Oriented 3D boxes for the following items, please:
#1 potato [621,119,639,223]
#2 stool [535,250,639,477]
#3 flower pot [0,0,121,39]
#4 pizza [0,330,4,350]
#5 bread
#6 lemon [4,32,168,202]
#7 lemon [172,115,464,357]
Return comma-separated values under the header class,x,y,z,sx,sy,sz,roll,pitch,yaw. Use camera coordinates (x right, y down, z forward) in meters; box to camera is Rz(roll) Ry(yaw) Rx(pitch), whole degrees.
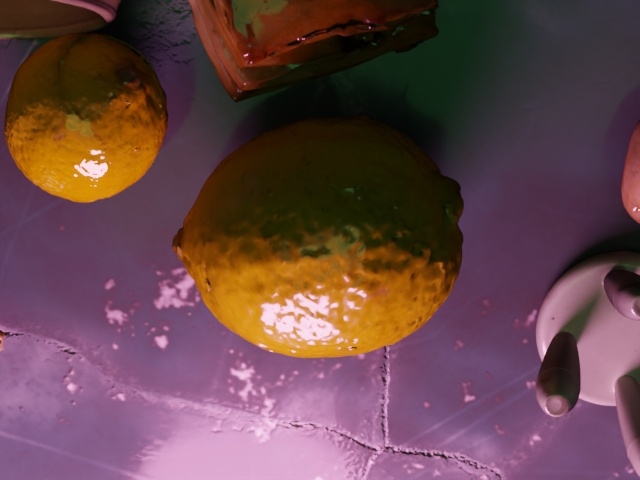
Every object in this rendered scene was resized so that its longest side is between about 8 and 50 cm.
class,x,y,z,sx,sy,sz,roll,pitch,yaw
potato,0.387,-0.083,1.273,0.112,0.112,0.147,12,116,-1
stool,0.350,0.135,1.295,0.195,0.199,0.195,35,108,-9
flower pot,-0.335,-0.338,1.140,0.307,0.307,0.244,1,92,3
pizza,-0.541,0.031,1.345,0.440,0.130,0.406,-39,103,3
bread,-0.009,-0.307,1.143,0.277,0.167,0.324,-21,115,-19
lemon,-0.253,-0.132,1.244,0.180,0.193,0.180,-1,94,-13
lemon,0.000,0.000,1.239,0.322,0.268,0.268,-8,108,23
